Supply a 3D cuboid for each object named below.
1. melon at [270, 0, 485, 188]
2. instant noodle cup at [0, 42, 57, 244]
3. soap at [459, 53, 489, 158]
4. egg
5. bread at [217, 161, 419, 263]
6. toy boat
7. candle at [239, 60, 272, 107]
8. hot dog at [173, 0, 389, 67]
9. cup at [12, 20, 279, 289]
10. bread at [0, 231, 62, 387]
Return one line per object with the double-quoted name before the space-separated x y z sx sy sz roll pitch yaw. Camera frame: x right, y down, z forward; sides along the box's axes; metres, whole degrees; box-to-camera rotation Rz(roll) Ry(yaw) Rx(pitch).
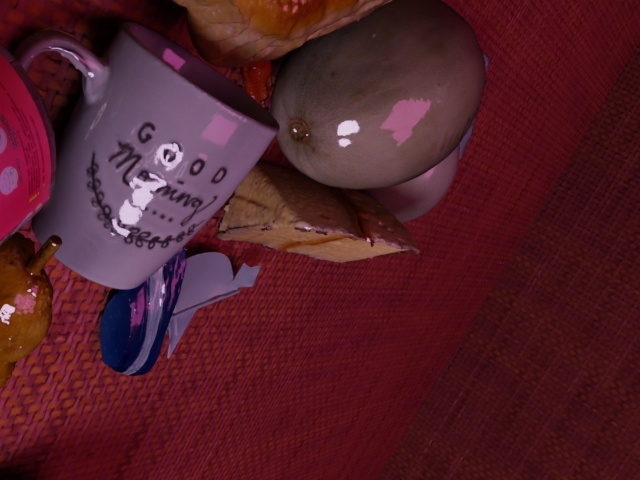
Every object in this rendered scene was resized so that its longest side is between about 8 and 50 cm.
"melon" 0.077 -0.196 1.123 0.308 0.271 0.271 -34 151 -9
"instant noodle cup" -0.315 -0.060 0.625 0.181 0.258 0.302 -48 155 -50
"soap" 0.214 -0.231 1.520 0.145 0.091 0.230 -42 153 -29
"egg" 0.124 -0.133 1.360 0.186 0.186 0.253 -36 156 -36
"bread" 0.000 0.000 1.209 0.240 0.178 0.135 14 112 -32
"toy boat" -0.199 0.102 1.209 0.210 0.070 0.292 -56 158 5
"candle" -0.085 -0.207 1.060 0.048 0.053 0.162 -47 158 -20
"hot dog" -0.015 -0.355 0.851 0.365 0.196 0.367 -44 147 -30
"cup" -0.210 -0.093 0.866 0.258 0.186 0.234 30 103 -36
"bread" -0.324 0.084 0.778 0.344 0.124 0.084 -39 171 37
